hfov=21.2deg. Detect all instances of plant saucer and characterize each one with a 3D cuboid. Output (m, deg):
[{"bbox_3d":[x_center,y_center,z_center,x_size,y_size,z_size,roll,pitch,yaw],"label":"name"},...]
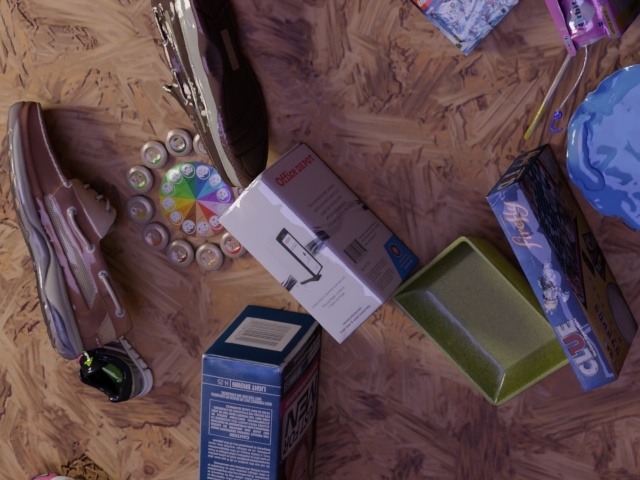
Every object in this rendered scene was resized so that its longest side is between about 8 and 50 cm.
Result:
[{"bbox_3d":[0.196,0.085,1.983,0.188,0.045,0.188,46,145,0],"label":"plant saucer"}]

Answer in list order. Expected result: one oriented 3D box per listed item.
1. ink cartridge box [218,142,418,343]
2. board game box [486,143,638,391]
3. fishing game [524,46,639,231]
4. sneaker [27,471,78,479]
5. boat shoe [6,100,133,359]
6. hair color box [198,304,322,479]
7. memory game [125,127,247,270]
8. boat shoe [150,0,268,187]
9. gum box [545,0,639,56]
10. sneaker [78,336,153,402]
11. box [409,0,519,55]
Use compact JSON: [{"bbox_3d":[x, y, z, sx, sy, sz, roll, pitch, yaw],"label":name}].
[{"bbox_3d":[0.000,0.000,1.995,0.203,0.148,0.086,45,118,1],"label":"ink cartridge box"},{"bbox_3d":[0.272,0.027,1.903,0.042,0.165,0.243,-24,99,24],"label":"board game box"},{"bbox_3d":[0.361,-0.101,1.867,0.264,0.041,0.189,26,113,12],"label":"fishing game"},{"bbox_3d":[-0.321,0.444,2.289,0.112,0.121,0.299,12,116,46],"label":"sneaker"},{"bbox_3d":[-0.312,-0.019,2.128,0.116,0.123,0.324,-15,95,-12],"label":"boat shoe"},{"bbox_3d":[-0.075,0.273,2.100,0.105,0.174,0.347,9,111,14],"label":"hair color box"},{"bbox_3d":[-0.156,-0.049,2.107,0.186,0.012,0.186,6,109,17],"label":"memory game"},{"bbox_3d":[-0.135,-0.185,2.020,0.095,0.095,0.257,-7,100,35],"label":"boat shoe"},{"bbox_3d":[0.280,-0.266,1.786,0.062,0.188,0.107,-21,99,24],"label":"gum box"},{"bbox_3d":[-0.287,0.140,2.181,0.063,0.075,0.170,-40,92,26],"label":"sneaker"},{"bbox_3d":[0.177,-0.286,1.904,0.094,0.027,0.137,44,116,-1],"label":"box"}]
